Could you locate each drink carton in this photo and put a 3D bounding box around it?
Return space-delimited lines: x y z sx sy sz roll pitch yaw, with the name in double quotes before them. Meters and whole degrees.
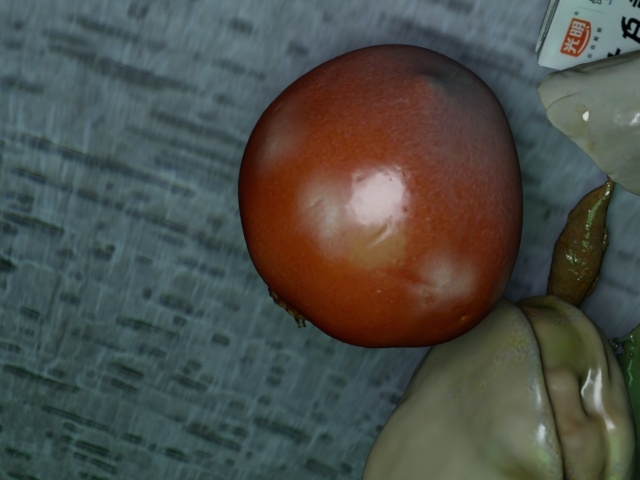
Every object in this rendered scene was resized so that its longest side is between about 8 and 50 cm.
"drink carton" 0.382 -0.206 1.129 0.315 0.106 0.130 16 124 3

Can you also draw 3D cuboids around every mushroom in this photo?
"mushroom" 0.410 -0.137 1.025 0.408 0.137 0.154 -15 105 30

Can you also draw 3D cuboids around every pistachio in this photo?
"pistachio" 0.204 0.267 1.337 0.282 0.365 0.445 6 133 -18

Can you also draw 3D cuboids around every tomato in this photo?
"tomato" 0.069 -0.049 1.177 0.322 0.321 0.321 6 125 9

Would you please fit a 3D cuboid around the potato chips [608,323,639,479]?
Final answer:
"potato chips" 0.475 0.295 1.415 0.373 0.097 0.389 37 134 27

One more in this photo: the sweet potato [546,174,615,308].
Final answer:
"sweet potato" 0.304 0.010 1.325 0.068 0.060 0.205 -11 130 -25
